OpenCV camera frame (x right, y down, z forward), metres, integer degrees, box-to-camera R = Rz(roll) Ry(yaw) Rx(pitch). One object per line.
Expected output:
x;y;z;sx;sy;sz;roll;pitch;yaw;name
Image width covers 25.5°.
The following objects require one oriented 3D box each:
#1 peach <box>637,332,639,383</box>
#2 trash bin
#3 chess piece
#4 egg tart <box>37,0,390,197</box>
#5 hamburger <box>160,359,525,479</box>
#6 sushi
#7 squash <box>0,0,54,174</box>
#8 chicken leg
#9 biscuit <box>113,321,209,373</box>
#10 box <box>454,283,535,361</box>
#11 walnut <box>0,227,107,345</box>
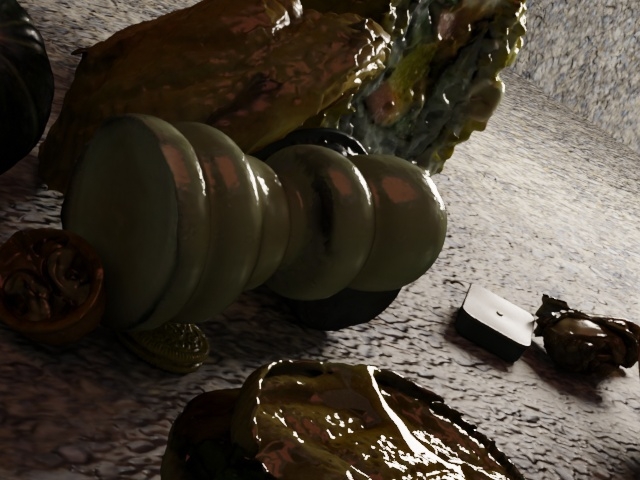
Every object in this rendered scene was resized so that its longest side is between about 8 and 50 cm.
0.505;0.186;1.532;0.306;0.242;0.380;-14;52;-33;peach
0.000;0.000;1.428;0.175;0.175;0.161;14;34;-39;trash bin
-0.035;-0.014;1.218;0.330;0.182;0.182;0;32;-38;chess piece
-0.127;-0.148;1.384;0.351;0.153;0.339;-9;18;42;egg tart
0.031;0.195;0.955;0.265;0.134;0.285;10;32;-51;hamburger
0.090;-0.269;1.921;0.351;0.396;0.240;17;17;-49;sushi
-0.342;-0.150;1.251;0.218;0.218;0.172;17;-20;-33;squash
0.340;0.122;1.723;0.196;0.080;0.125;15;9;-38;chicken leg
-0.134;0.081;1.193;0.084;0.023;0.084;27;18;-10;biscuit
0.203;0.097;1.653;0.091;0.031;0.126;29;18;2;box
-0.213;0.044;1.119;0.091;0.052;0.121;-28;47;-14;walnut
